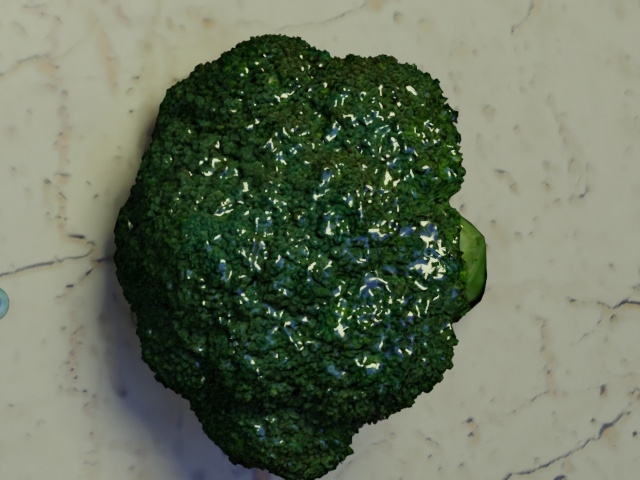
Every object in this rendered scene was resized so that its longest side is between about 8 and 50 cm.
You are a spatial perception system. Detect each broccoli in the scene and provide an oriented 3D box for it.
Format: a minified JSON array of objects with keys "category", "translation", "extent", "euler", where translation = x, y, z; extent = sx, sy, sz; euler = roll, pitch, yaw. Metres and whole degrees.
[{"category":"broccoli","translation":[0.000,0.000,1.159],"extent":[0.297,0.297,0.298],"euler":[-7,99,-54]}]

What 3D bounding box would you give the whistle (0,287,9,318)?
[{"category":"whistle","translation":[-0.332,0.055,1.092],"extent":[0.269,0.093,0.180],"euler":[-5,90,-17]}]
